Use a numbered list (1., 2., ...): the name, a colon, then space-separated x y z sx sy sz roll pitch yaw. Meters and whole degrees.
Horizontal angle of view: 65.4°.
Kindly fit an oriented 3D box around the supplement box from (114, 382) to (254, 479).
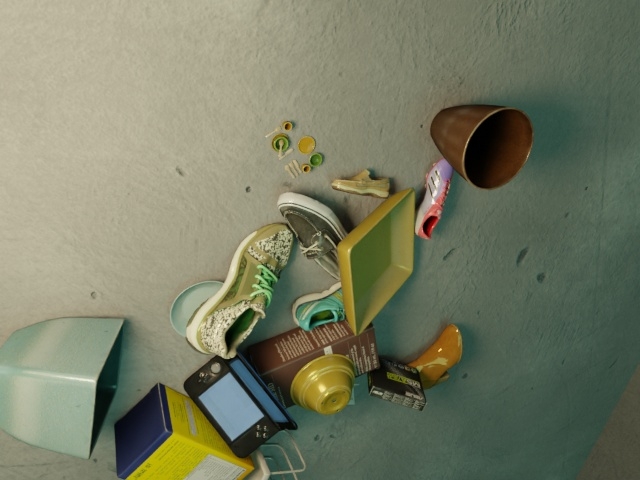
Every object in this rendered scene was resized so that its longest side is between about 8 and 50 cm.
1. supplement box: -0.403 0.617 1.489 0.194 0.195 0.356 -44 126 3

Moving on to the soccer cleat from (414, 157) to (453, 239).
1. soccer cleat: 0.344 -0.122 1.481 0.083 0.095 0.247 9 115 -32

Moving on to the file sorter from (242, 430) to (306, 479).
1. file sorter: -0.200 0.814 1.702 0.173 0.193 0.277 14 111 -34

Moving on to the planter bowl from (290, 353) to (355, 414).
1. planter bowl: 0.026 0.455 1.497 0.217 0.090 0.217 -12 122 -20

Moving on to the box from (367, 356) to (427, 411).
1. box: 0.252 0.479 1.688 0.191 0.184 0.045 19 108 -4

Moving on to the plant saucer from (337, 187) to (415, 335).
1. plant saucer: 0.155 0.051 1.425 0.333 0.081 0.332 -41 139 -35

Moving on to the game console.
1. game console: -0.235 0.462 1.405 0.250 0.173 0.293 -39 87 3

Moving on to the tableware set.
1. tableware set: -0.061 -0.234 1.271 0.104 0.024 0.154 -36 126 -3

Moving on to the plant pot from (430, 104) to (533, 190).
1. plant pot: 0.402 -0.276 1.337 0.216 0.230 0.215 -12 122 -20

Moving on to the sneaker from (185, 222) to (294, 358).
1. sneaker: -0.169 0.143 1.304 0.158 0.182 0.410 41 76 -39

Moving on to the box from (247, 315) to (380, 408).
1. box: -0.015 0.367 1.567 0.382 0.143 0.191 -20 124 -12

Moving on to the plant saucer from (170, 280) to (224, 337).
1. plant saucer: -0.319 0.187 1.381 0.195 0.037 0.194 -12 121 -20

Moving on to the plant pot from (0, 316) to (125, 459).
1. plant pot: -0.640 0.334 1.198 0.253 0.247 0.246 11 113 -10

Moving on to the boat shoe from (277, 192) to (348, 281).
1. boat shoe: 0.000 0.000 1.351 0.335 0.121 0.119 41 55 -37

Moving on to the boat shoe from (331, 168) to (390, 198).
1. boat shoe: 0.114 -0.162 1.378 0.190 0.068 0.072 3 104 -37

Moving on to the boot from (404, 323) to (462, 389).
1. boot: 0.393 0.443 1.822 0.212 0.104 0.294 -8 125 -22

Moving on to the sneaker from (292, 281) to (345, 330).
1. sneaker: 0.052 0.204 1.521 0.276 0.110 0.106 -21 124 -14

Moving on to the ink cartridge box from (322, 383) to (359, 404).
1. ink cartridge box: 0.040 0.524 1.667 0.105 0.061 0.181 14 149 -31
